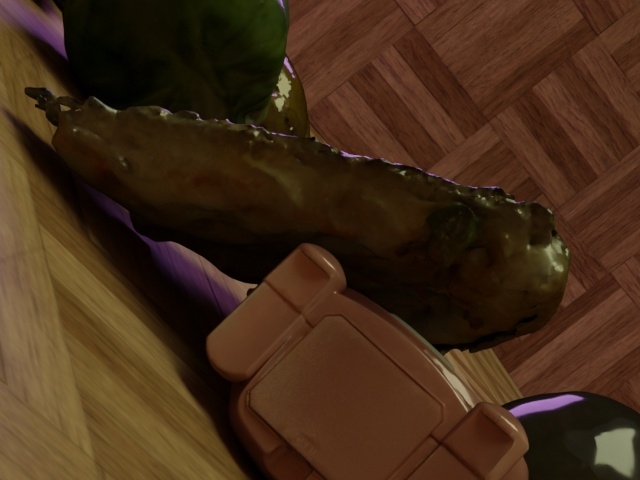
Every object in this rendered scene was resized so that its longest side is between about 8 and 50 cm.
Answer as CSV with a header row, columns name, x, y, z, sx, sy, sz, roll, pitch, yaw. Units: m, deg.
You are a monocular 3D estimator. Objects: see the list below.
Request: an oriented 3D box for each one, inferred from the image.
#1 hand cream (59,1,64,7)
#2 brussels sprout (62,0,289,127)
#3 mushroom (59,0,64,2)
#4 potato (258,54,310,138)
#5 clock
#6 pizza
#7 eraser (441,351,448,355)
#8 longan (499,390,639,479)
name,x,y,z,sx,sy,sz,roll,pitch,yaw
hand cream,-0.233,-0.222,1.732,0.234,0.050,0.080,58,3,2
brussels sprout,-0.133,-0.194,1.528,0.210,0.219,0.271,-98,173,-45
mushroom,-0.257,-0.384,1.644,0.227,0.217,0.148,51,7,0
potato,-0.097,-0.161,1.861,0.195,0.176,0.369,24,5,-5
clock,0.036,0.145,1.151,0.227,0.142,0.241,42,-8,20
pizza,0.028,0.012,1.227,0.392,0.080,0.435,8,-17,34
eraser,0.073,0.089,1.783,0.058,0.117,0.172,48,7,-31
longan,0.222,0.259,1.486,0.246,0.246,0.215,51,-6,-7
